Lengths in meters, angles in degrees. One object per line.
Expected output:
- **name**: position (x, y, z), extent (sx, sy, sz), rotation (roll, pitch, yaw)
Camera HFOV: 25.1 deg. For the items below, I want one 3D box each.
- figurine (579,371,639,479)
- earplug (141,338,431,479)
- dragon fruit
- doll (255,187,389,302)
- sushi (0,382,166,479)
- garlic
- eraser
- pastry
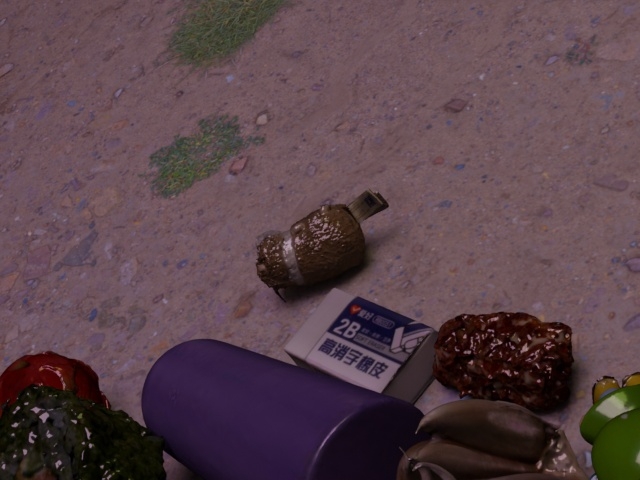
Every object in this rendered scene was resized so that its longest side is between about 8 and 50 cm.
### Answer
- **figurine**: position (0.367, 0.232, 1.588), extent (0.162, 0.143, 0.263), rotation (-1, 26, -6)
- **earplug**: position (-0.069, 0.245, 1.851), extent (0.215, 0.215, 0.456), rotation (-49, 36, -18)
- **dragon fruit**: position (-0.397, 0.248, 2.112), extent (0.172, 0.172, 0.209), rotation (-50, 32, -19)
- **doll**: position (0.005, 0.001, 2.127), extent (0.221, 0.105, 0.115), rotation (-30, 74, 5)
- **sushi**: position (-0.346, 0.380, 1.854), extent (0.352, 0.178, 0.294), rotation (-54, 41, 9)
- **garlic**: position (0.203, 0.289, 1.570), extent (0.210, 0.292, 0.238), rotation (-10, 86, 47)
- **eraser**: position (0.061, 0.149, 1.958), extent (0.210, 0.068, 0.124), rotation (21, 66, 47)
- **pastry**: position (0.228, 0.147, 1.819), extent (0.208, 0.097, 0.115), rotation (11, 46, 45)
